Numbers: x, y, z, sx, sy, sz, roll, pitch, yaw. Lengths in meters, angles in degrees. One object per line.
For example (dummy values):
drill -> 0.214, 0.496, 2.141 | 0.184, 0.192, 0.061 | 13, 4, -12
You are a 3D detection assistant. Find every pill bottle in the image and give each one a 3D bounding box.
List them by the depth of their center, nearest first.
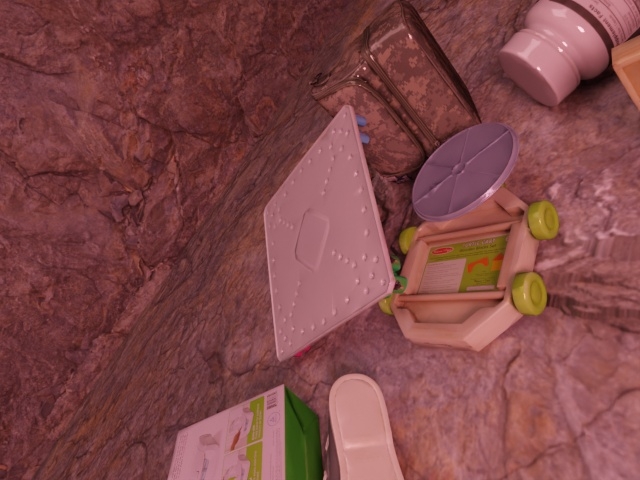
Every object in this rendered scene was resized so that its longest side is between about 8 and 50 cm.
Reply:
pill bottle -> 0.447, -0.373, 0.727 | 0.283, 0.161, 0.161 | -46, 27, 13

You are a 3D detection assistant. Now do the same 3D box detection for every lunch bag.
lunch bag -> 0.157, -0.294, 0.949 | 0.255, 0.305, 0.213 | -31, 31, 31

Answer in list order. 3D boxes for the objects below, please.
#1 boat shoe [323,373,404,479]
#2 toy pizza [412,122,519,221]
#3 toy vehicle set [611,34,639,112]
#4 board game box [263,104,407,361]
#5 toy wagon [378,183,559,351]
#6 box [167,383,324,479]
boat shoe -> 0.057, 0.348, 0.598 | 0.099, 0.116, 0.320 | 92, 177, -48
toy pizza -> 0.239, -0.110, 0.741 | 0.201, 0.032, 0.201 | -38, 31, 28
toy vehicle set -> 0.481, -0.197, 0.457 | 0.266, 0.166, 0.035 | -18, 44, 48
board game box -> 0.000, 0.000, 0.900 | 0.390, 0.050, 0.391 | -43, 47, 45
toy wagon -> 0.238, 0.006, 0.714 | 0.267, 0.068, 0.345 | -12, 47, 52
box -> -0.120, 0.398, 0.688 | 0.230, 0.127, 0.262 | -29, 33, 13
